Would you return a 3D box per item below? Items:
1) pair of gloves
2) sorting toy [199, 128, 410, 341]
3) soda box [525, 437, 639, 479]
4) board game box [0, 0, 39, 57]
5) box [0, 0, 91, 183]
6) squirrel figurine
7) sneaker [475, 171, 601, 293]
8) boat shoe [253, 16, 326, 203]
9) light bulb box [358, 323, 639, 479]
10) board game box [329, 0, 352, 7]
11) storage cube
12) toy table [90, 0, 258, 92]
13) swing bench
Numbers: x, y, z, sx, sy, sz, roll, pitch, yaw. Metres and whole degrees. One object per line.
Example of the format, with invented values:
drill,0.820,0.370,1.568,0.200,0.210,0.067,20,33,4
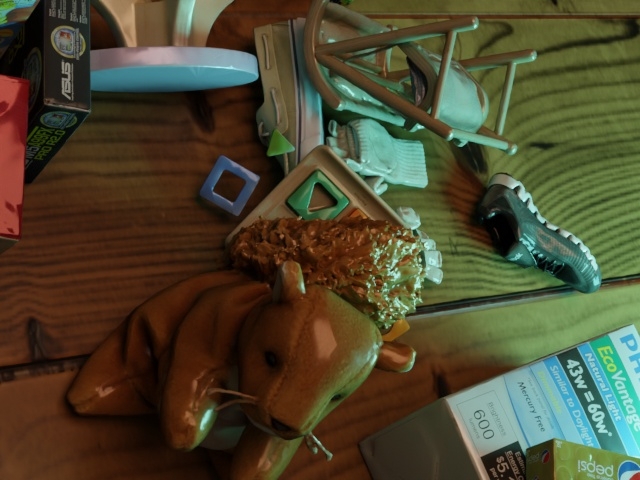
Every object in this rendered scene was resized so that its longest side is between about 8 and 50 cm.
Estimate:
pair of gloves,0.094,-0.059,1.992,0.204,0.042,0.240,16,63,-42
sorting toy,0.000,0.000,1.865,0.348,0.047,0.196,44,90,-7
soda box,0.341,0.294,1.717,0.181,0.058,0.061,16,62,-25
board game box,-0.449,-0.279,1.636,0.144,0.275,0.142,-11,75,-35
box,-0.348,-0.234,1.716,0.060,0.216,0.270,8,65,-28
squirrel figurine,-0.044,0.097,1.635,0.281,0.370,0.397,39,60,-12
sneaker,0.321,0.010,2.113,0.234,0.078,0.106,45,55,-2
boat shoe,-0.043,-0.170,1.965,0.094,0.109,0.302,-5,69,3
light bulb box,0.305,0.345,1.851,0.361,0.225,0.357,-17,78,-35
board game box,-0.014,-0.448,2.130,0.170,0.048,0.141,28,54,-18
storage cube,-0.450,-0.081,1.591,0.184,0.215,0.193,9,71,-29
toy table,-0.212,-0.287,1.825,0.274,0.252,0.160,-1,85,-44
swing bench,0.133,-0.230,1.964,0.253,0.255,0.165,5,98,-62
